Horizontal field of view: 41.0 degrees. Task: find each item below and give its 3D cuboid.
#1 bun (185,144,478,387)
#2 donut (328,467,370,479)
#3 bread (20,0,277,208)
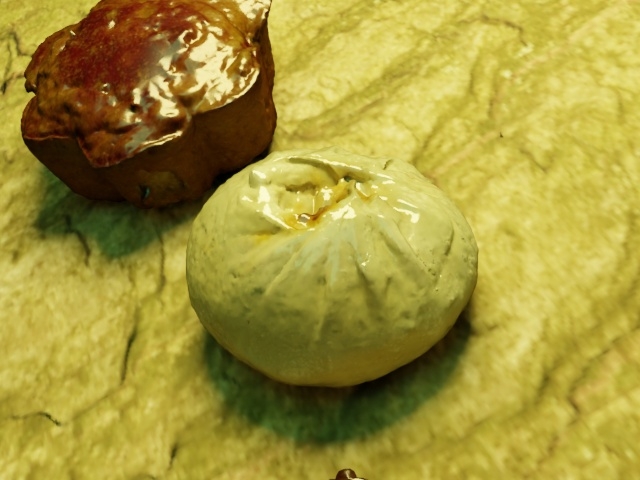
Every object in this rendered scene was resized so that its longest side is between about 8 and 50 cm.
[{"bbox_3d":[0.000,0.000,0.615,0.222,0.127,0.222,-12,46,13],"label":"bun"},{"bbox_3d":[0.104,0.211,0.416,0.259,0.101,0.152,3,53,21],"label":"donut"},{"bbox_3d":[-0.157,-0.133,0.779,0.247,0.135,0.232,-6,50,14],"label":"bread"}]
